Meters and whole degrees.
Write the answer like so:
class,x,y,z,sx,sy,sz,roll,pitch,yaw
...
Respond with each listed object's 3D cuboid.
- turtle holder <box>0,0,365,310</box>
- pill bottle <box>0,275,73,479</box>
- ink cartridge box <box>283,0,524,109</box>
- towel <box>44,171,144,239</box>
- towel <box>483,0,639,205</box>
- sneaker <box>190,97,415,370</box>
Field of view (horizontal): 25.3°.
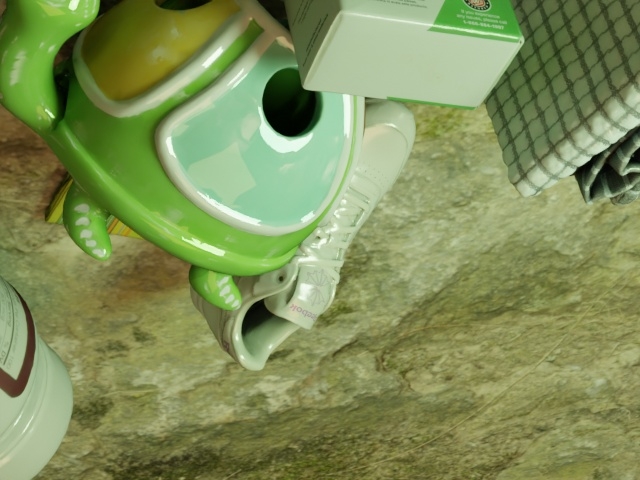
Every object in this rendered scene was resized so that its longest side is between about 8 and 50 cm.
class,x,y,z,sx,sy,sz,roll,pitch,yaw
turtle holder,-0.108,-0.124,1.167,0.320,0.243,0.227,40,116,-8
pill bottle,-0.404,0.085,1.324,0.224,0.224,0.392,-21,142,9
ink cartridge box,0.050,-0.211,1.095,0.153,0.208,0.087,5,142,-22
towel,-0.149,-0.032,1.425,0.237,0.021,0.102,10,142,-30
towel,0.234,-0.191,1.117,0.121,0.283,0.235,15,136,-35
sneaker,0.000,0.000,1.380,0.114,0.152,0.305,24,115,-36
